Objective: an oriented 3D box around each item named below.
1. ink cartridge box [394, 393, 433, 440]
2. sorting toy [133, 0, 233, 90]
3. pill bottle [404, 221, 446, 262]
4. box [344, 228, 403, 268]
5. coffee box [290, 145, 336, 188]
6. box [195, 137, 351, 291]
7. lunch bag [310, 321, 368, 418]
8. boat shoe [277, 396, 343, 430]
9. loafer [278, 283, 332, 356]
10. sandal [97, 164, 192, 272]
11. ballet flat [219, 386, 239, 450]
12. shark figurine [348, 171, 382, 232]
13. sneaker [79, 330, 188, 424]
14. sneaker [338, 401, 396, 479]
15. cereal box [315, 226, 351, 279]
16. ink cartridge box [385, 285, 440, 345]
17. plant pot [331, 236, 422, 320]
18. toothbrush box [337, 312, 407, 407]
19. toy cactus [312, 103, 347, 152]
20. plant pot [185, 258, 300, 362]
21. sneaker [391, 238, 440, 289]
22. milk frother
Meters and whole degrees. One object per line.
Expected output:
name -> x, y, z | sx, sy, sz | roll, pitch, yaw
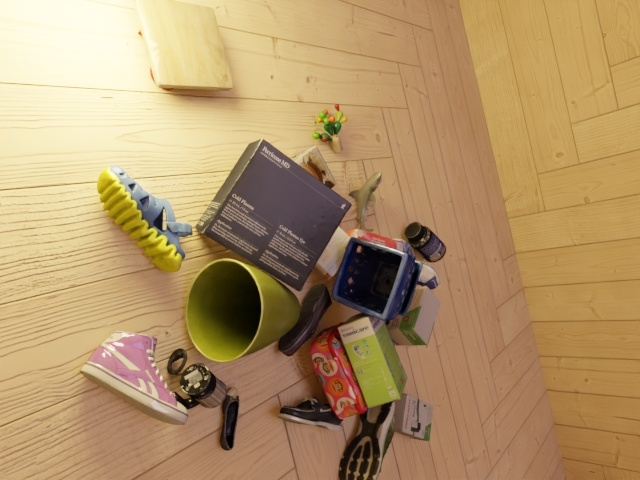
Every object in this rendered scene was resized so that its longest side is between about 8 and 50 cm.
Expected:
ink cartridge box -> 0.383, 0.751, 1.834 | 0.208, 0.086, 0.153 | 33, 59, -35
sorting toy -> -0.422, -0.577, 1.305 | 0.255, 0.089, 0.258 | -17, 94, -45
pill bottle -> 0.505, 0.006, 2.088 | 0.219, 0.122, 0.123 | 39, 57, -34
box -> 0.195, 0.064, 1.750 | 0.299, 0.142, 0.154 | 13, 72, -42
coffee box -> -0.091, -0.191, 1.533 | 0.297, 0.118, 0.168 | -47, 114, -40
box -> -0.141, -0.073, 1.302 | 0.343, 0.179, 0.313 | 35, 83, -22
lunch bag -> 0.083, 0.451, 1.536 | 0.294, 0.120, 0.258 | 66, 18, -1
boat shoe -> -0.028, 0.576, 1.450 | 0.302, 0.114, 0.091 | 37, 57, -48
loafer -> -0.037, 0.287, 1.502 | 0.095, 0.108, 0.303 | 56, 45, -26
sandal -> -0.457, -0.068, 1.151 | 0.318, 0.126, 0.138 | 60, 43, -29
ballet flat -> -0.260, 0.522, 1.264 | 0.057, 0.049, 0.173 | 18, 69, -43
shark figurine -> 0.169, -0.157, 1.827 | 0.116, 0.166, 0.279 | 15, 88, -16
sneaker -> -0.422, 0.332, 1.075 | 0.282, 0.102, 0.161 | 40, 49, -14
sneaker -> 0.211, 0.786, 1.623 | 0.182, 0.157, 0.411 | 53, 51, -34
cereal box -> 0.000, 0.000, 1.550 | 0.240, 0.047, 0.173 | 44, 60, 2
ink cartridge box -> 0.312, 0.306, 1.723 | 0.117, 0.278, 0.202 | 46, 53, -24
plant pot -> 0.211, 0.137, 1.511 | 0.212, 0.235, 0.236 | 15, 93, -54
toothbrush box -> 0.187, 0.397, 1.501 | 0.284, 0.122, 0.206 | 69, 17, 4
toy cactus -> 0.052, -0.448, 1.757 | 0.181, 0.112, 0.219 | 63, 37, -29
plant pot -> -0.194, 0.205, 1.277 | 0.293, 0.274, 0.275 | 15, 70, -60
sneaker -> 0.392, 0.155, 1.956 | 0.315, 0.127, 0.182 | 41, 59, -23
milk frother -> -0.343, 0.379, 1.186 | 0.135, 0.129, 0.143 | 77, -3, -53
